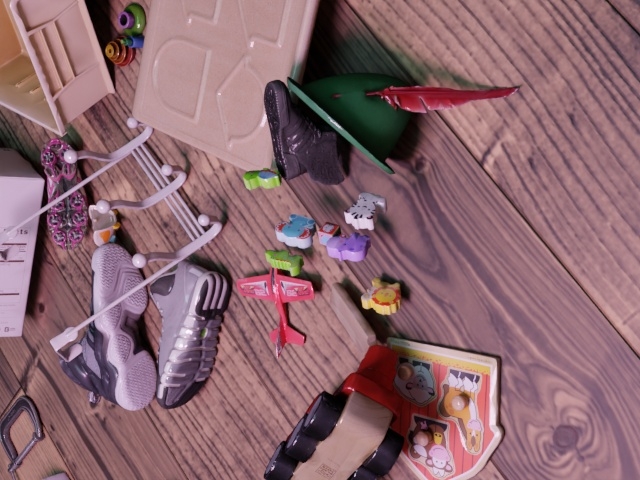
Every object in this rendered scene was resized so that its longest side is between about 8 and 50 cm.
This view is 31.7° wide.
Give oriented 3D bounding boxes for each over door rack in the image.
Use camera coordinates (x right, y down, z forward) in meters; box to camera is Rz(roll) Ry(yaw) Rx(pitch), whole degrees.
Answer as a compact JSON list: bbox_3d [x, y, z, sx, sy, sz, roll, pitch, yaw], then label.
[{"bbox_3d":[-0.338,-0.009,1.700,0.324,0.108,0.239,-40,64,5],"label":"over door rack"}]

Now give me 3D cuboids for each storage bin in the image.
[{"bbox_3d":[-0.481,-0.338,1.774,0.262,0.123,0.260,27,145,35],"label":"storage bin"}]

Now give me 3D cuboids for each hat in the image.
[{"bbox_3d":[0.093,-0.200,1.411,0.208,0.173,0.183,40,98,-13],"label":"hat"}]

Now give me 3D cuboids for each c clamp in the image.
[{"bbox_3d":[-0.545,0.369,2.065,0.137,0.022,0.161,55,127,27],"label":"c clamp"}]

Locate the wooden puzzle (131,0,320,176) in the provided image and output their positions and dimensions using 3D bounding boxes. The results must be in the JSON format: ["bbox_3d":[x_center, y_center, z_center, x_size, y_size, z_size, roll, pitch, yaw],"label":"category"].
[{"bbox_3d":[-0.124,-0.282,1.591,0.348,0.080,0.322,28,113,39],"label":"wooden puzzle"}]

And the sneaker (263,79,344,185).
[{"bbox_3d":[-0.018,-0.141,1.468,0.051,0.089,0.170,46,150,51],"label":"sneaker"}]

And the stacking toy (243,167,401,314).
[{"bbox_3d":[0.000,0.000,1.469,0.221,0.052,0.167,16,138,29],"label":"stacking toy"}]

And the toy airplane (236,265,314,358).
[{"bbox_3d":[-0.056,0.092,1.611,0.151,0.028,0.151,7,101,40],"label":"toy airplane"}]

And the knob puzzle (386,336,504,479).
[{"bbox_3d":[0.148,0.233,1.459,0.213,0.030,0.213,6,100,39],"label":"knob puzzle"}]

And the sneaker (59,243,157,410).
[{"bbox_3d":[-0.357,0.143,1.819,0.153,0.101,0.269,-7,94,38],"label":"sneaker"}]

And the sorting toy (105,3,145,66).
[{"bbox_3d":[-0.307,-0.318,1.755,0.061,0.042,0.102,32,115,32],"label":"sorting toy"}]

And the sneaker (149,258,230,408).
[{"bbox_3d":[-0.222,0.134,1.730,0.132,0.086,0.229,30,104,38],"label":"sneaker"}]

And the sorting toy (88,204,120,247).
[{"bbox_3d":[-0.351,-0.006,1.834,0.083,0.044,0.075,-116,28,-54],"label":"sorting toy"}]

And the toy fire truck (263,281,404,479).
[{"bbox_3d":[0.028,0.204,1.494,0.158,0.246,0.217,30,137,-3],"label":"toy fire truck"}]

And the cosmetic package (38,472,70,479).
[{"bbox_3d":[-0.502,0.531,2.007,0.117,0.085,0.231,50,123,24],"label":"cosmetic package"}]

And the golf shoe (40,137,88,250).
[{"bbox_3d":[-0.420,-0.075,1.872,0.086,0.067,0.186,160,104,-84],"label":"golf shoe"}]

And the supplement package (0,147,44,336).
[{"bbox_3d":[-0.600,0.000,1.930,0.177,0.175,0.293,36,118,52],"label":"supplement package"}]
